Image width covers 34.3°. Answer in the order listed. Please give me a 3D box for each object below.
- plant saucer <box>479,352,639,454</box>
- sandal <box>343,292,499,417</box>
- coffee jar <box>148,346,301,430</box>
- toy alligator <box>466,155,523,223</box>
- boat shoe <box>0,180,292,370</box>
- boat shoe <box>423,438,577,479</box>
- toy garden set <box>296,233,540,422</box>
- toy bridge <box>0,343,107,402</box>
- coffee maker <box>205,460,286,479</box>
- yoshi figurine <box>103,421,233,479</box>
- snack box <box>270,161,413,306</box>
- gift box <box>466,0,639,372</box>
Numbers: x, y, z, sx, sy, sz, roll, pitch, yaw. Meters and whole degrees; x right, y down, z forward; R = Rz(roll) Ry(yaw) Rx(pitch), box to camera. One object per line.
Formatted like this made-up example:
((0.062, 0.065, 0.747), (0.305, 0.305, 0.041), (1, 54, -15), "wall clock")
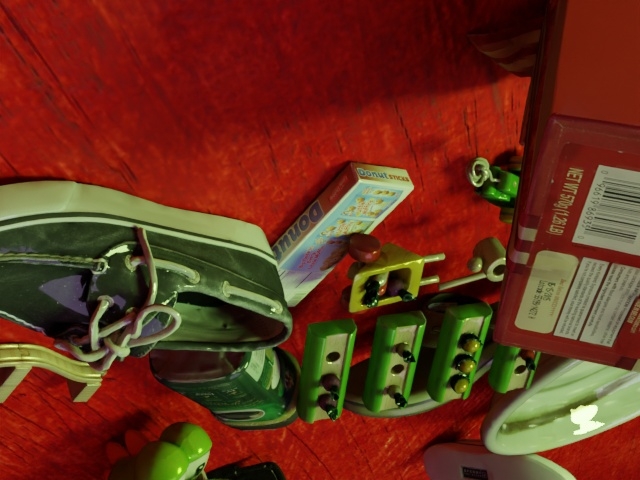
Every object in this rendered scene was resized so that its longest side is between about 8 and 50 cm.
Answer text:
((0.371, 0.139, 1.316), (0.400, 0.101, 0.400), (-19, 152, -10), "plant saucer")
((0.148, 0.089, 1.079), (0.302, 0.120, 0.086), (-26, 110, -3), "sandal")
((-0.078, 0.119, 0.948), (0.096, 0.079, 0.184), (-5, 155, 14), "coffee jar")
((0.159, -0.045, 0.893), (0.051, 0.056, 0.189), (7, 175, 40), "toy alligator")
((-0.145, 0.040, 0.742), (0.113, 0.105, 0.306), (-40, 148, 28), "boat shoe")
((0.270, 0.327, 1.491), (0.258, 0.095, 0.084), (9, -163, 44), "boat shoe")
((0.110, 0.081, 0.931), (0.244, 0.049, 0.204), (-6, 129, -18), "toy garden set")
((-0.260, 0.111, 0.861), (0.188, 0.026, 0.063), (5, 139, -43), "toy bridge")
((-0.106, 0.361, 1.345), (0.171, 0.120, 0.178), (7, 153, 12), "coffee maker")
((-0.159, 0.350, 1.119), (0.203, 0.204, 0.362), (11, 133, -11), "yoshi figurine")
((0.000, 0.000, 0.873), (0.064, 0.022, 0.178), (5, 141, -41), "snack box")
((0.222, -0.086, 0.625), (0.276, 0.258, 0.255), (15, 145, 5), "gift box")
